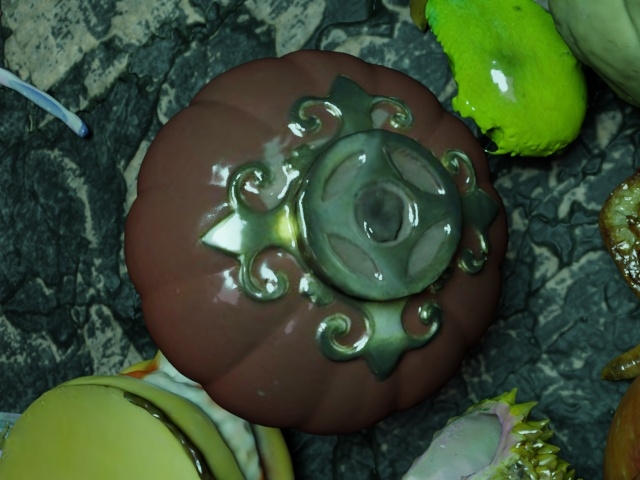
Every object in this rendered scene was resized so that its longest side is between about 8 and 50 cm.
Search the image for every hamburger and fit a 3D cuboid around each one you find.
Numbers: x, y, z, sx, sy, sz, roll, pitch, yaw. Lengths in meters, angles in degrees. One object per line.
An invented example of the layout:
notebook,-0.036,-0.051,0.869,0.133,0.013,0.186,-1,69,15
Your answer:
hamburger,-0.150,0.218,0.626,0.261,0.186,0.302,9,101,22

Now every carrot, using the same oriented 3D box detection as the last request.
carrot,0.302,0.072,0.540,0.165,0.036,0.035,-35,76,19

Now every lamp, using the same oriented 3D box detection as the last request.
lamp,0.000,0.000,0.531,0.303,0.257,0.302,3,82,-20

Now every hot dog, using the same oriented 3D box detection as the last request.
hot dog,0.283,0.000,0.516,0.099,0.065,0.147,-37,59,33

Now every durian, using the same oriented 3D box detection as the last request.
durian,0.111,0.241,0.546,0.154,0.186,0.260,33,118,-24

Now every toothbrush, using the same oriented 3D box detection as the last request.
toothbrush,-0.377,-0.192,0.811,0.269,0.027,0.021,33,135,19

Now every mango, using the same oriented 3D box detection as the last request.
mango,0.157,-0.151,0.557,0.100,0.119,0.178,-36,75,29

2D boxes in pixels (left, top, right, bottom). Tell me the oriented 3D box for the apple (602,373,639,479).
apple,0.327,0.180,0.423,0.272,0.206,0.251,21,130,36

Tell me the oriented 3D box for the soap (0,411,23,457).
soap,-0.387,0.256,0.783,0.149,0.056,0.100,-2,89,21

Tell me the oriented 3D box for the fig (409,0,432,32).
fig,0.132,-0.353,0.535,0.287,0.286,0.368,15,122,21

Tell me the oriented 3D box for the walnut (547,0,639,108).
walnut,0.284,-0.219,0.420,0.253,0.277,0.281,-12,85,53
